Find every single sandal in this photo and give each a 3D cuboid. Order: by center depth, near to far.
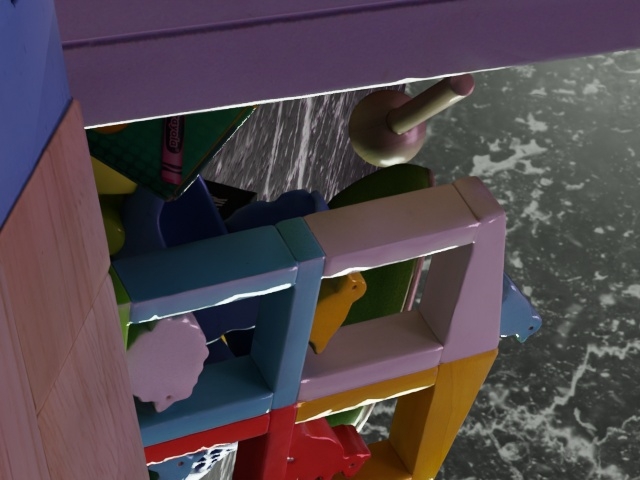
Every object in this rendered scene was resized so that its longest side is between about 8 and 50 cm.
[{"bbox_3d":[-0.076,0.073,0.917,0.126,0.138,0.317,-72,176,-58],"label":"sandal"}]

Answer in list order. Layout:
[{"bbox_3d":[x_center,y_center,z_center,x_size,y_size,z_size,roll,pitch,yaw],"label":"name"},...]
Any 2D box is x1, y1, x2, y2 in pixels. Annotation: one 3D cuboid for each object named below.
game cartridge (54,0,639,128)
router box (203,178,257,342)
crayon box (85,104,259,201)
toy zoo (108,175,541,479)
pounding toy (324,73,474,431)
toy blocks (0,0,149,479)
[{"bbox_3d":[0.038,-0.148,0.541,0.068,0.355,0.230,-120,-152,-44],"label":"game cartridge"},{"bbox_3d":[-0.089,0.046,1.175,0.179,0.046,0.133,-58,162,-73],"label":"router box"},{"bbox_3d":[-0.006,-0.160,0.737,0.278,0.081,0.165,-46,-163,45],"label":"crayon box"},{"bbox_3d":[-0.025,0.069,0.850,0.030,0.293,0.192,57,-31,38],"label":"toy zoo"},{"bbox_3d":[0.000,0.000,1.181,0.183,0.110,0.237,153,-46,-81],"label":"pounding toy"},{"bbox_3d":[-0.130,0.067,0.297,0.381,0.191,0.261,-69,161,-46],"label":"toy blocks"}]
